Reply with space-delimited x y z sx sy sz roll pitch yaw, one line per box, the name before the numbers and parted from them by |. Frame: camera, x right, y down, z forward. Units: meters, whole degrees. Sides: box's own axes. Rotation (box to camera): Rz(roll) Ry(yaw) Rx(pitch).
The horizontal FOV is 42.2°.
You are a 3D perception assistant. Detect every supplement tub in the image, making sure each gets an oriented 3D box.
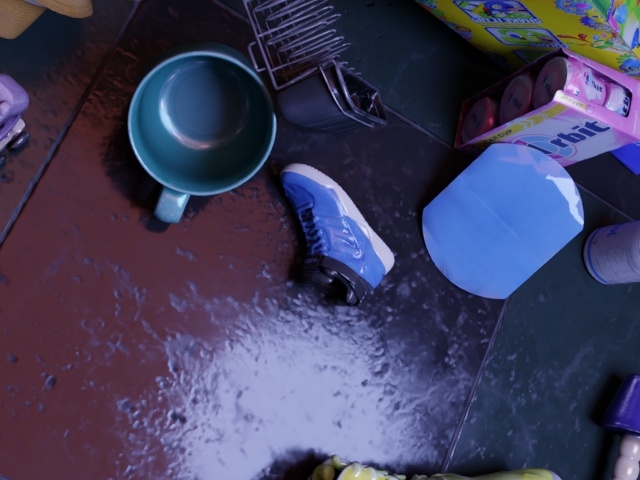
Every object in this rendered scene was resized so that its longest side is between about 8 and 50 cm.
supplement tub | 0.358 0.012 0.939 0.071 0.107 0.070 3 81 -22

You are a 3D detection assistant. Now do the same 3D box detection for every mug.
mug | -0.118 -0.109 0.766 0.158 0.097 0.129 -34 112 8

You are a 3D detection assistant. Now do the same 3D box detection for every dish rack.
dish rack | -0.028 -0.227 0.777 0.074 0.208 0.271 -21 89 13

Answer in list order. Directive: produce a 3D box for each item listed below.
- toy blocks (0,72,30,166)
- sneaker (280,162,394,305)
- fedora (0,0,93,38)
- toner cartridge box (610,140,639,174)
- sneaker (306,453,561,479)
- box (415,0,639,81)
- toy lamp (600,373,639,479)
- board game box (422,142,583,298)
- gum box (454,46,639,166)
toy blocks | -0.404 -0.119 0.571 0.309 0.260 0.288 43 69 -11
sneaker | 0.001 0.000 0.825 0.152 0.058 0.084 49 60 -16
fedora | -0.293 -0.236 0.710 0.194 0.194 0.079 37 107 -13
toner cartridge box | 0.461 -0.188 0.879 0.075 0.348 0.165 37 71 -12
sneaker | 0.069 0.268 0.771 0.385 0.145 0.147 -11 87 -24
box | 0.249 -0.333 0.817 0.279 0.177 0.289 15 87 -53
toy lamp | 0.326 0.282 0.909 0.080 0.080 0.274 25 77 -17
board game box | 0.193 -0.024 0.899 0.133 0.033 0.169 44 102 -3
gum box | 0.238 -0.128 0.867 0.107 0.188 0.062 18 75 -19
